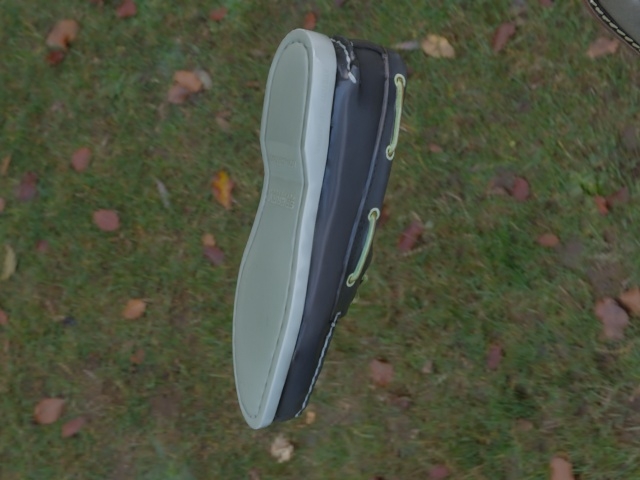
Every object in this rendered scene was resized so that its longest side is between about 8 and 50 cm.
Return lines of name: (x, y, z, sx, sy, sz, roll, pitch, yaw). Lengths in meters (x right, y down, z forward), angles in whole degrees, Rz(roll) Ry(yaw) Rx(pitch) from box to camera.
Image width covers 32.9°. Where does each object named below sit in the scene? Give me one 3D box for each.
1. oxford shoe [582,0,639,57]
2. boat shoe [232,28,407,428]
oxford shoe: (0.294, -0.091, 0.542, 0.348, 0.130, 0.123, 24, 108, 7)
boat shoe: (0.000, 0.000, 0.610, 0.081, 0.069, 0.227, 33, 116, 59)
